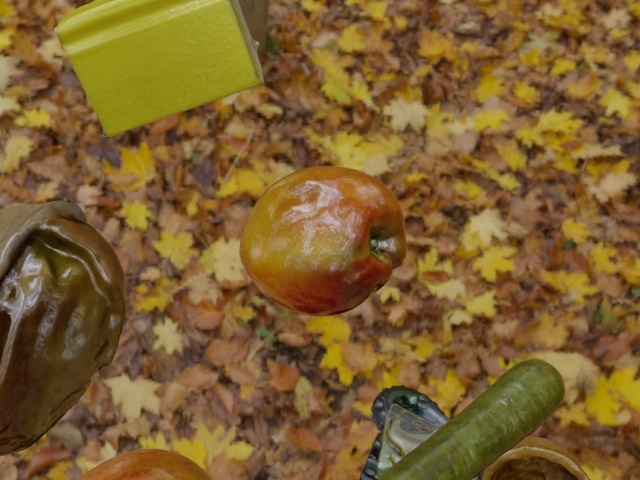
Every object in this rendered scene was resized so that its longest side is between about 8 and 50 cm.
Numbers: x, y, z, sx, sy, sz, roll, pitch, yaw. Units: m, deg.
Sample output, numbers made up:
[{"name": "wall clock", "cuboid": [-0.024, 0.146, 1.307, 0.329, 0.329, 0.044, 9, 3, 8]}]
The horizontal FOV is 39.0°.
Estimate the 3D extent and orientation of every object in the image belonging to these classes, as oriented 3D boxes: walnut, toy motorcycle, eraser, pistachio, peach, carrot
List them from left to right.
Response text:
[{"name": "pistachio", "cuboid": [-0.213, 0.072, 0.638, 0.131, 0.165, 0.210, 27, 93, 4]}, {"name": "eraser", "cuboid": [-0.194, -0.239, 1.118, 0.226, 0.158, 0.069, -18, 27, 2]}, {"name": "peach", "cuboid": [0.000, -0.001, 0.583, 0.101, 0.100, 0.100, 2, 49, -3]}, {"name": "toy motorcycle", "cuboid": [0.152, 0.364, 1.318, 0.237, 0.168, 0.410, 21, 30, 8]}, {"name": "carrot", "cuboid": [0.146, 0.230, 0.973, 0.359, 0.074, 0.074, -28, 56, -38]}, {"name": "walnut", "cuboid": [0.316, 0.357, 1.289, 0.167, 0.211, 0.087, -7, 22, 21]}]

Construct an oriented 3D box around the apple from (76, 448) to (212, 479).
[{"name": "apple", "cuboid": [-0.287, 0.467, 1.340, 0.275, 0.299, 0.299, -4, 45, -40]}]
